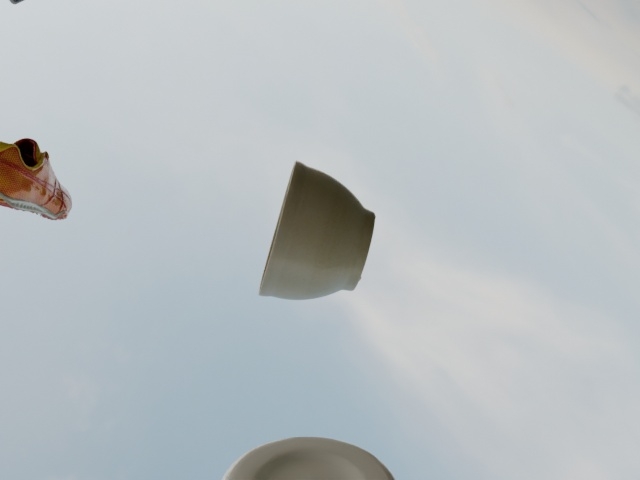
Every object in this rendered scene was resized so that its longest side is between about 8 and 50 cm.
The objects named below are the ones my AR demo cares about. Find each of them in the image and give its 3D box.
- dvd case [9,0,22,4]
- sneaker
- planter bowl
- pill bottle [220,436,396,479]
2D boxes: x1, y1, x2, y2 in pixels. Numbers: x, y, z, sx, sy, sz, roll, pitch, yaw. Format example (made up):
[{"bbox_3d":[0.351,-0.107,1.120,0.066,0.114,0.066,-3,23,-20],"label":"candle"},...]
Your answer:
[{"bbox_3d":[-0.347,-0.334,0.784,0.179,0.029,0.239,39,159,58],"label":"dvd case"},{"bbox_3d":[-0.270,-0.058,0.818,0.064,0.068,0.175,18,177,0],"label":"sneaker"},{"bbox_3d":[0.000,0.000,1.002,0.109,0.162,0.162,16,-147,-4],"label":"planter bowl"},{"bbox_3d":[-0.011,0.253,0.584,0.121,0.216,0.121,2,-157,-1],"label":"pill bottle"}]
